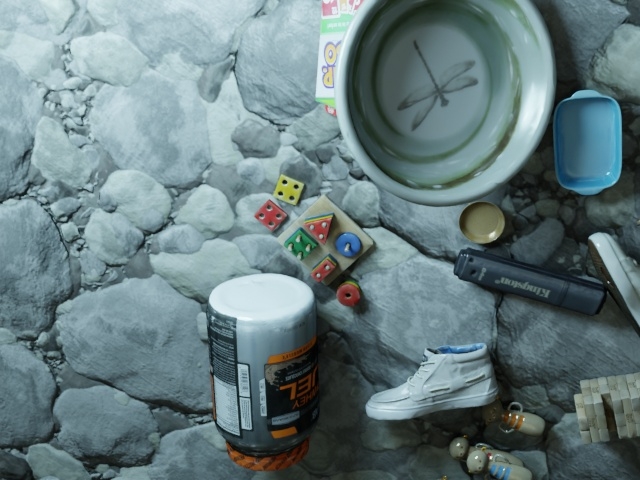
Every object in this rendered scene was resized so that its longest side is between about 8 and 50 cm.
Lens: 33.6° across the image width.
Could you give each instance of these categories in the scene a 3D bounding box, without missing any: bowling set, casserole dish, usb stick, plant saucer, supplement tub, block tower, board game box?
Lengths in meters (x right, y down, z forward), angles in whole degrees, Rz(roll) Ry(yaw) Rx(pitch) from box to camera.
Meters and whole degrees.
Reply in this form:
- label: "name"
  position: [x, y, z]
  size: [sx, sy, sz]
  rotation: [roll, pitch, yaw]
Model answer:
- label: "bowling set"
  position: [0.316, 0.457, 2.041]
  size: [0.154, 0.200, 0.287]
  rotation: [20, 111, 2]
- label: "casserole dish"
  position: [0.460, -0.172, 1.832]
  size: [0.114, 0.037, 0.188]
  rotation: [-3, 113, 10]
- label: "usb stick"
  position: [0.383, 0.075, 1.938]
  size: [0.278, 0.045, 0.077]
  rotation: [16, 142, 3]
- label: "plant saucer"
  position: [0.293, -0.035, 1.928]
  size: [0.083, 0.015, 0.083]
  rotation: [3, 114, 8]
- label: "supplement tub"
  position: [-0.106, 0.251, 2.010]
  size: [0.207, 0.207, 0.338]
  rotation: [2, 114, 8]
- label: "plant saucer"
  position: [0.194, -0.259, 1.752]
  size: [0.401, 0.100, 0.400]
  rotation: [-5, 103, -21]
- label: "block tower"
  position: [0.646, 0.297, 1.971]
  size: [0.336, 0.097, 0.091]
  rotation: [-11, 111, 12]
- label: "board game box"
  position: [0.048, -0.325, 1.797]
  size: [0.124, 0.039, 0.259]
  rotation: [28, 126, 43]

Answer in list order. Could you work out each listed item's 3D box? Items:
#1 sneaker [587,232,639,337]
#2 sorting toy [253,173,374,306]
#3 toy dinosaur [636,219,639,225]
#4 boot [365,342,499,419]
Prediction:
- label: "sneaker"
  position: [0.587, 0.082, 1.898]
  size: [0.123, 0.106, 0.290]
  rotation: [-36, 107, 3]
- label: "sorting toy"
  position: [0.000, 0.000, 1.973]
  size: [0.274, 0.046, 0.132]
  rotation: [43, 112, -10]
- label: "toy dinosaur"
  position: [0.669, 0.020, 1.841]
  size: [0.200, 0.127, 0.295]
  rotation: [-9, 127, 23]
- label: "boot"
  position: [0.205, 0.262, 2.038]
  size: [0.258, 0.095, 0.123]
  rotation: [-11, 105, 5]
